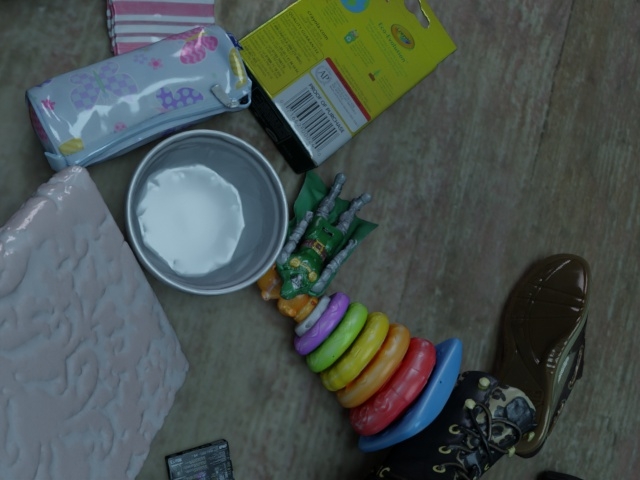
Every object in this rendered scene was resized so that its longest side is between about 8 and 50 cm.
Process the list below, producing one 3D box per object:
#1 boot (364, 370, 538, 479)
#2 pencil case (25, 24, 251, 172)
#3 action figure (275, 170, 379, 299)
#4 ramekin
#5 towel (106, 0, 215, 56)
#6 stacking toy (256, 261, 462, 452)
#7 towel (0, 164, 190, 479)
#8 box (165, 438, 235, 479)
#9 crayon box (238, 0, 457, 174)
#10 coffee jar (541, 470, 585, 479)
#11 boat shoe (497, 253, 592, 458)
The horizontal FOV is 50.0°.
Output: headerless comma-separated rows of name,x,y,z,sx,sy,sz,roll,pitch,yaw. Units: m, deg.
boot,0.179,0.295,0.882,0.284,0.377,0.138,-40,88,-28
pencil case,-0.223,-0.174,0.861,0.273,0.113,0.124,-25,76,-22
action figure,0.000,0.000,0.940,0.137,0.063,0.232,35,46,-6
ramekin,-0.155,-0.030,0.889,0.207,0.109,0.207,2,84,-24
towel,-0.205,-0.336,0.892,0.144,0.029,0.197,-10,118,-26
stacking toy,0.026,0.136,0.949,0.302,0.166,0.175,40,54,-5
towel,-0.266,0.135,0.703,0.332,0.053,0.317,-70,147,-52
box,-0.158,0.308,0.907,0.083,0.018,0.067,-11,90,-25
crayon box,0.033,-0.271,1.012,0.318,0.081,0.202,-41,103,-22
coffee jar,0.386,0.471,1.104,0.079,0.096,0.184,26,74,-24
boat shoe,0.371,0.190,1.126,0.123,0.123,0.342,43,61,-48
